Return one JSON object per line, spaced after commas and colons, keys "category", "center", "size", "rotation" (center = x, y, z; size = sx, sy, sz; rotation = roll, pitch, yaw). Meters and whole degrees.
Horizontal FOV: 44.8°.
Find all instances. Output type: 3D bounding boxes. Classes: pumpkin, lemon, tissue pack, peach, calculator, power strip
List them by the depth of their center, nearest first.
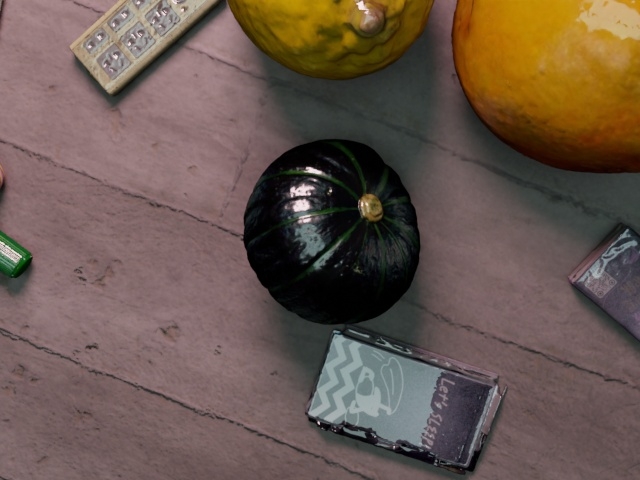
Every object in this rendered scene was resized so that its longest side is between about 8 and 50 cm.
{"category": "lemon", "center": [0.009, -0.331, 0.928], "size": [0.285, 0.316, 0.286], "rotation": [0, 98, 3]}
{"category": "peach", "center": [0.335, -0.258, 0.933], "size": [0.372, 0.290, 0.373], "rotation": [13, 123, 21]}
{"category": "pumpkin", "center": [0.000, 0.000, 1.046], "size": [0.248, 0.248, 0.248], "rotation": [0, 99, 3]}
{"category": "power strip", "center": [-0.229, -0.316, 1.084], "size": [0.268, 0.034, 0.092], "rotation": [-39, 95, 8]}
{"category": "tissue pack", "center": [0.448, 0.066, 1.103], "size": [0.156, 0.051, 0.112], "rotation": [40, 101, -4]}
{"category": "calculator", "center": [0.126, 0.238, 1.157], "size": [0.274, 0.028, 0.166], "rotation": [19, 96, -2]}

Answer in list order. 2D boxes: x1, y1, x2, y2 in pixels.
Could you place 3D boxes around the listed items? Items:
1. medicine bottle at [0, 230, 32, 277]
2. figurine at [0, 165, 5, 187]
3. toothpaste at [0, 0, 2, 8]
{"category": "medicine bottle", "center": [-0.539, -0.035, 1.127], "size": [0.260, 0.064, 0.095], "rotation": [36, 114, -4]}
{"category": "figurine", "center": [-0.528, -0.122, 1.114], "size": [0.187, 0.083, 0.083], "rotation": [45, 98, 6]}
{"category": "toothpaste", "center": [-0.449, -0.431, 1.071], "size": [0.056, 0.058, 0.314], "rotation": [8, 108, -43]}
